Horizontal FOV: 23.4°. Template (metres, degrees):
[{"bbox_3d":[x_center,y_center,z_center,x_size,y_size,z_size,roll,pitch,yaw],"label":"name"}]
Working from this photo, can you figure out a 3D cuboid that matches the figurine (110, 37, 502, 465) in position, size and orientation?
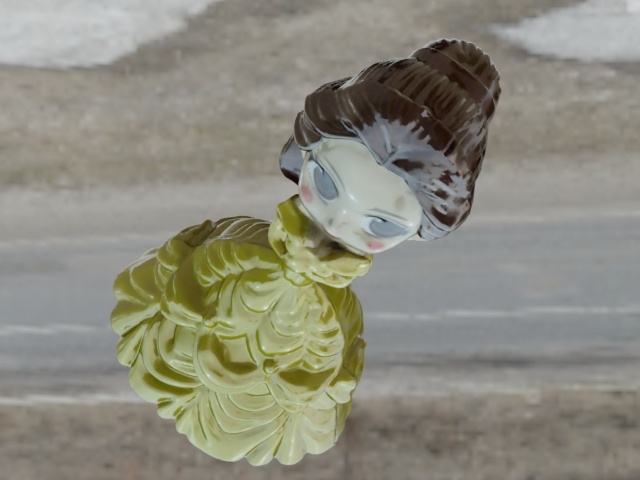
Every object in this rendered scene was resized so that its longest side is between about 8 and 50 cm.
[{"bbox_3d":[-0.003,0.002,0.980,0.168,0.187,0.315,-20,160,-34],"label":"figurine"}]
